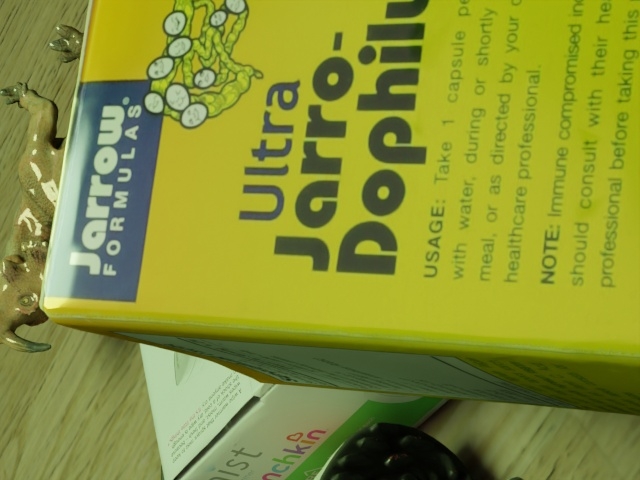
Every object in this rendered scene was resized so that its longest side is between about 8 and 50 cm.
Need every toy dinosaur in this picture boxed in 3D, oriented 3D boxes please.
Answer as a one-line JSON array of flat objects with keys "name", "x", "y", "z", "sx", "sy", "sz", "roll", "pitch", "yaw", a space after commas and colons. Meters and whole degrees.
[{"name": "toy dinosaur", "x": -0.157, "y": -0.048, "z": 1.210, "sx": 0.296, "sy": 0.127, "sz": 0.200, "roll": -42, "pitch": 53, "yaw": 21}]

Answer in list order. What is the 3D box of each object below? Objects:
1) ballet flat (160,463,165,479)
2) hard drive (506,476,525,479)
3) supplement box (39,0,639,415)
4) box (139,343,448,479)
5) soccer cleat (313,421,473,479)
[{"name": "ballet flat", "x": -0.079, "y": 0.195, "z": 1.064, "sx": 0.084, "sy": 0.058, "sz": 0.249, "roll": 93, "pitch": 176, "yaw": -58}, {"name": "hard drive", "x": 0.017, "y": 0.278, "z": 0.790, "sx": 0.040, "sy": 0.203, "sz": 0.307, "roll": 31, "pitch": 108, "yaw": 11}, {"name": "supplement box", "x": 0.092, "y": -0.034, "z": 0.665, "sx": 0.357, "sy": 0.194, "sz": 0.195, "roll": 2, "pitch": 78, "yaw": 27}, {"name": "box", "x": 0.000, "y": 0.000, "z": 0.957, "sx": 0.262, "sy": 0.127, "sz": 0.231, "roll": -47, "pitch": 44, "yaw": 34}, {"name": "soccer cleat", "x": -0.027, "y": 0.216, "z": 0.803, "sx": 0.109, "sy": 0.318, "sz": 0.116, "roll": 35, "pitch": 130, "yaw": 13}]
